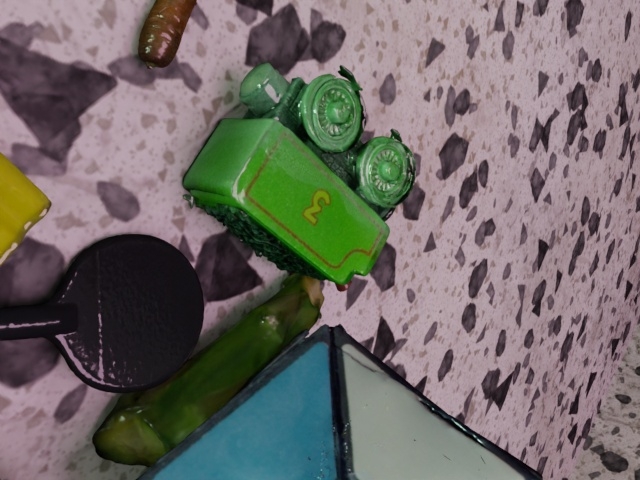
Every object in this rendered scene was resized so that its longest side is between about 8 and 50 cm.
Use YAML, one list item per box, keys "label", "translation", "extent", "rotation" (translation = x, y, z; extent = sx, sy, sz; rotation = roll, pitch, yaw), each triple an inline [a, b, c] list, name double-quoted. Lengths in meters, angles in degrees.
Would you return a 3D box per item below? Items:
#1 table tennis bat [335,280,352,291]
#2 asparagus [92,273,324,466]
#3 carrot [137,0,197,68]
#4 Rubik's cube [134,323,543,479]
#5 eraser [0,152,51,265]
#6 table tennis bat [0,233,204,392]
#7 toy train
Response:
- label: "table tennis bat"
  translation: [0.000, 0.000, 0.767]
  extent: [0.098, 0.019, 0.155]
  rotation: [-46, 119, -35]
- label: "asparagus"
  translation: [-0.090, 0.128, 0.677]
  extent: [0.343, 0.085, 0.082]
  rotation: [-35, 102, -36]
- label: "carrot"
  translation: [-0.127, -0.231, 0.552]
  extent: [0.035, 0.035, 0.165]
  rotation: [29, 76, -50]
- label: "Rubik's cube"
  translation: [0.002, 0.324, 0.602]
  extent: [0.305, 0.307, 0.310]
  rotation: [-34, 150, -39]
- label: "eraser"
  translation: [-0.302, -0.038, 0.375]
  extent: [0.158, 0.069, 0.226]
  rotation: [-56, 138, -23]
- label: "table tennis bat"
  translation: [-0.203, 0.068, 0.546]
  extent: [0.236, 0.027, 0.150]
  rotation: [0, 87, -46]
- label: "toy train"
  translation: [-0.013, -0.065, 0.657]
  extent: [0.243, 0.132, 0.188]
  rotation: [39, 74, -38]
